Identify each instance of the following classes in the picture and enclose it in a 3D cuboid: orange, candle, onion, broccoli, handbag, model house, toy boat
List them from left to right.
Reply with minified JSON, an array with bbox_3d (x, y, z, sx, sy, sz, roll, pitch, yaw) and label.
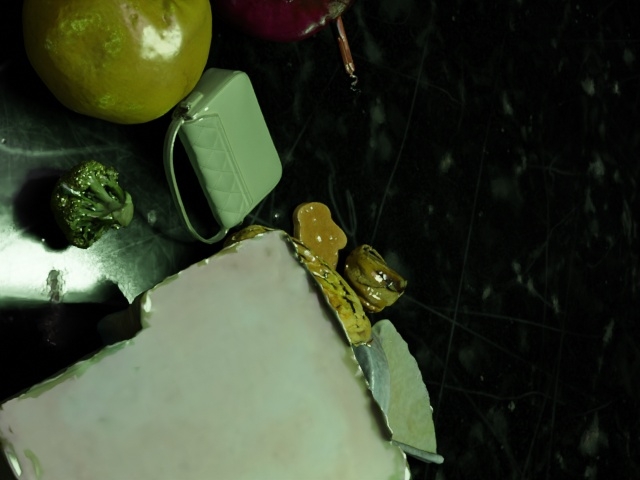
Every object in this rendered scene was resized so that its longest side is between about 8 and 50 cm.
[{"bbox_3d":[-0.327,-0.052,1.449,0.130,0.120,0.131,-41,145,-55],"label":"broccoli"},{"bbox_3d":[-0.286,-0.307,1.451,0.279,0.235,0.279,19,64,-44],"label":"orange"},{"bbox_3d":[-0.194,0.265,1.338,0.445,0.400,0.395,-29,93,-25],"label":"model house"},{"bbox_3d":[-0.168,-0.126,1.593,0.219,0.079,0.256,-53,141,-32],"label":"handbag"},{"bbox_3d":[-0.097,-0.475,1.644,0.337,0.260,0.282,37,18,-23],"label":"onion"},{"bbox_3d":[0.046,-0.361,1.917,0.026,0.021,0.167,-22,98,-64],"label":"candle"},{"bbox_3d":[0.110,0.282,1.828,0.293,0.111,0.276,6,77,-56],"label":"toy boat"}]

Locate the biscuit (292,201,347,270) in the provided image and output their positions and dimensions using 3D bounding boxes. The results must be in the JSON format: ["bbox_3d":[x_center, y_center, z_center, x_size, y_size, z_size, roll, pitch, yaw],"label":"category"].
[{"bbox_3d":[-0.001,0.000,1.811,0.118,0.023,0.140,1,82,-43],"label":"biscuit"}]

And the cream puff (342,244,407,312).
[{"bbox_3d":[0.092,0.076,1.828,0.104,0.119,0.133,-50,150,4],"label":"cream puff"}]

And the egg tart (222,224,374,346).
[{"bbox_3d":[-0.046,0.099,1.653,0.297,0.132,0.297,31,20,-13],"label":"egg tart"}]
